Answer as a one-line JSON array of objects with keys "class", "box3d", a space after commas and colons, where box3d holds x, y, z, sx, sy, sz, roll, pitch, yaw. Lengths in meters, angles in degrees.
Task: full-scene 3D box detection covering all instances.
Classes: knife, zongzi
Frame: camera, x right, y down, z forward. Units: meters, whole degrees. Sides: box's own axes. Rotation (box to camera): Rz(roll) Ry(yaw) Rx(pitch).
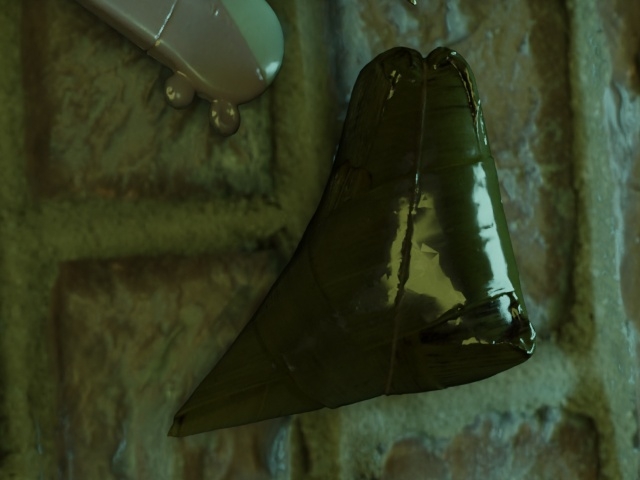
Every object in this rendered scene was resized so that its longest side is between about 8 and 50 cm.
[{"class": "knife", "box3d": [-0.193, -0.225, 1.348, 0.398, 0.038, 0.132, 35, 61, -26]}, {"class": "zongzi", "box3d": [0.000, 0.000, 1.386, 0.300, 0.145, 0.274, -11, 87, -3]}]

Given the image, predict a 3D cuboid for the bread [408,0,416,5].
[{"class": "bread", "box3d": [0.167, -0.352, 1.308, 0.250, 0.394, 0.361, 29, 81, -24]}]
